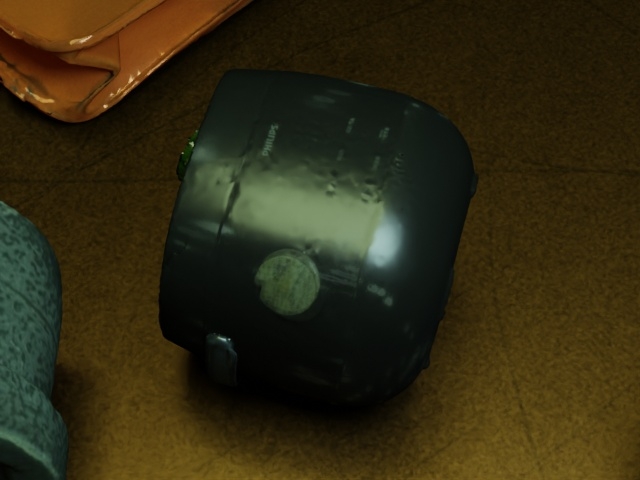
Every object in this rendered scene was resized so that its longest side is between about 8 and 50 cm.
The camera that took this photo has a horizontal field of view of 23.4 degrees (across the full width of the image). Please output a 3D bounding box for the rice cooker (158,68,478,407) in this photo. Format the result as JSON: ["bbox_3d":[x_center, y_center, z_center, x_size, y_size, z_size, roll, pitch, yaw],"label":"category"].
[{"bbox_3d":[0.000,0.000,1.238,0.224,0.267,0.267,14,57,2],"label":"rice cooker"}]

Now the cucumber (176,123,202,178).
[{"bbox_3d":[-0.073,-0.069,1.410,0.107,0.035,0.067,23,58,14],"label":"cucumber"}]

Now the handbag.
[{"bbox_3d":[-0.276,-0.319,1.540,0.410,0.116,0.303,39,62,23],"label":"handbag"}]

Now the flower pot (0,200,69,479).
[{"bbox_3d":[-0.329,0.138,1.149,0.299,0.299,0.283,-2,51,-1],"label":"flower pot"}]
